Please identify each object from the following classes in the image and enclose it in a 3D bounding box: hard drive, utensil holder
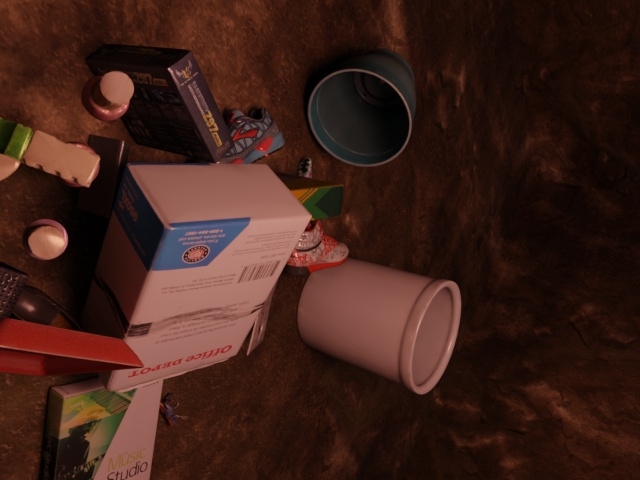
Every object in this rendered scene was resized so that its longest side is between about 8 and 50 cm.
[{"bbox_3d":[-0.379,-0.112,0.982,0.022,0.094,0.135,6,97,-57],"label":"hard drive"},{"bbox_3d":[0.172,0.229,1.664,0.328,0.386,0.327,-26,123,-48],"label":"utensil holder"}]

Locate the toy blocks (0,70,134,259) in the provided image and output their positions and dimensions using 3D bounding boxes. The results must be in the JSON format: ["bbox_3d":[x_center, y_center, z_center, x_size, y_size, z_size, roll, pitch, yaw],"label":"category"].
[{"bbox_3d":[-0.450,-0.130,0.770,0.289,0.260,0.308,22,85,-28],"label":"toy blocks"}]

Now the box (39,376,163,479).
[{"bbox_3d":[-0.440,0.427,1.136,0.232,0.058,0.322,-3,104,-56],"label":"box"}]

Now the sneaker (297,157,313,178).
[{"bbox_3d":[-0.033,-0.174,1.525,0.069,0.038,0.098,-1,112,-57],"label":"sneaker"}]

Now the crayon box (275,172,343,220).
[{"bbox_3d":[-0.118,-0.095,1.279,0.318,0.202,0.081,-13,113,-52],"label":"crayon box"}]

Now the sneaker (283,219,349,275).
[{"bbox_3d":[0.001,0.000,1.590,0.270,0.090,0.145,-17,119,-49],"label":"sneaker"}]

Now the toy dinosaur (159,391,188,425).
[{"bbox_3d":[-0.350,0.391,1.291,0.090,0.047,0.082,6,109,-23],"label":"toy dinosaur"}]

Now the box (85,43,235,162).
[{"bbox_3d":[-0.273,-0.236,0.965,0.059,0.233,0.183,-51,139,-28],"label":"box"}]

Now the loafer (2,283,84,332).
[{"bbox_3d":[-0.472,0.125,0.967,0.062,0.061,0.170,-63,144,-16],"label":"loafer"}]

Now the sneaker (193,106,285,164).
[{"bbox_3d":[-0.193,-0.221,1.239,0.262,0.104,0.125,-40,116,-47],"label":"sneaker"}]

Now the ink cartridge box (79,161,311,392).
[{"bbox_3d":[-0.238,0.063,1.019,0.285,0.166,0.395,-7,137,-44],"label":"ink cartridge box"}]

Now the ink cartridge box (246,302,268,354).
[{"bbox_3d":[-0.144,0.114,1.311,0.296,0.066,0.261,91,14,-86],"label":"ink cartridge box"}]

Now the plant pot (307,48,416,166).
[{"bbox_3d":[0.135,-0.380,1.511,0.255,0.272,0.271,-63,148,-46],"label":"plant pot"}]

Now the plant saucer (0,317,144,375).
[{"bbox_3d":[-0.453,0.168,0.864,0.259,0.258,0.047,32,53,-55],"label":"plant saucer"}]

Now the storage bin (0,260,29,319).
[{"bbox_3d":[-0.531,0.051,0.795,0.180,0.122,0.084,33,75,-55],"label":"storage bin"}]
